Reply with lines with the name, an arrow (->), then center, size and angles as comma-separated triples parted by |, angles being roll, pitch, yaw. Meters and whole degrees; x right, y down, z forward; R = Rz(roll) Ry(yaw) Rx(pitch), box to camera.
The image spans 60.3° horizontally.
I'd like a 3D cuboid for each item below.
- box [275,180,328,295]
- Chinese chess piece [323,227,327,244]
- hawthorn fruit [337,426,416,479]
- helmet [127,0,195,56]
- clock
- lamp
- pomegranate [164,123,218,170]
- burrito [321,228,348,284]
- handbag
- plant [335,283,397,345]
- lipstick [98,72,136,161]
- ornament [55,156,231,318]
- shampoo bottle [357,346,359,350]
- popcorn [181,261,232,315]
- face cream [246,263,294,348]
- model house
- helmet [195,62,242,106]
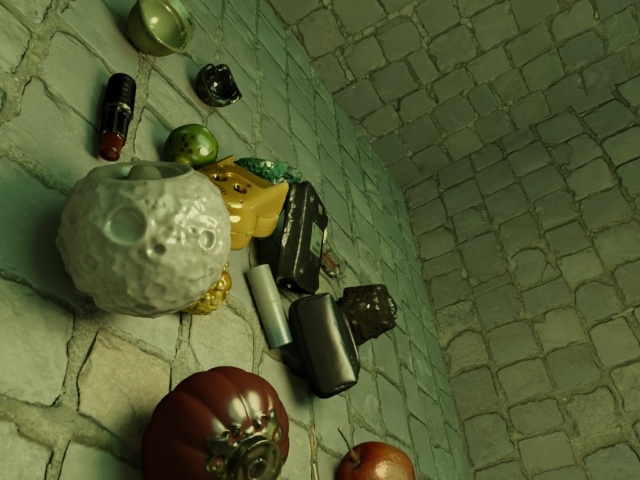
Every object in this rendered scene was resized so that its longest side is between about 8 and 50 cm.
box -> -0.053, 0.004, 1.859 | 0.359, 0.091, 0.350 | 48, 50, -73
Chinese chess piece -> -0.043, -0.028, 2.115 | 0.144, 0.144, 0.058 | 62, -15, -7
hawthorn fruit -> 0.157, 0.729, 1.656 | 0.263, 0.231, 0.235 | 8, 43, -17
helmet -> -0.513, -0.652, 1.697 | 0.204, 0.137, 0.257 | 54, 30, -27
clock -> -0.258, -0.094, 1.470 | 0.244, 0.200, 0.317 | 26, 20, 13
lamp -> -0.201, 0.399, 1.085 | 0.303, 0.257, 0.302 | -8, 101, -44
pomegranate -> -0.371, -0.231, 1.564 | 0.156, 0.156, 0.220 | 36, 53, -52
burrito -> 0.000, 0.000, 2.234 | 0.445, 0.101, 0.139 | 60, 7, -12
handbag -> 0.022, 0.329, 1.713 | 0.275, 0.178, 0.301 | 86, -15, -72
plant -> 0.133, 0.271, 2.023 | 0.188, 0.276, 0.199 | 52, 33, -20
lipstick -> -0.517, -0.312, 1.394 | 0.081, 0.081, 0.299 | 42, 30, -45
ornament -> -0.346, -0.001, 1.114 | 0.337, 0.337, 0.337 | 50, 26, -34
shampoo bottle -> 0.122, 0.392, 2.157 | 0.087, 0.050, 0.183 | 54, 23, -17
popcorn -> -0.301, 0.094, 1.345 | 0.170, 0.180, 0.179 | 103, -29, -68
face cream -> -0.154, 0.201, 1.680 | 0.077, 0.077, 0.250 | 6, 61, -66
model house -> -0.202, -0.126, 1.778 | 0.261, 0.226, 0.240 | 11, 81, -62
helmet -> -0.377, -0.538, 1.950 | 0.177, 0.107, 0.153 | -25, 93, -50
